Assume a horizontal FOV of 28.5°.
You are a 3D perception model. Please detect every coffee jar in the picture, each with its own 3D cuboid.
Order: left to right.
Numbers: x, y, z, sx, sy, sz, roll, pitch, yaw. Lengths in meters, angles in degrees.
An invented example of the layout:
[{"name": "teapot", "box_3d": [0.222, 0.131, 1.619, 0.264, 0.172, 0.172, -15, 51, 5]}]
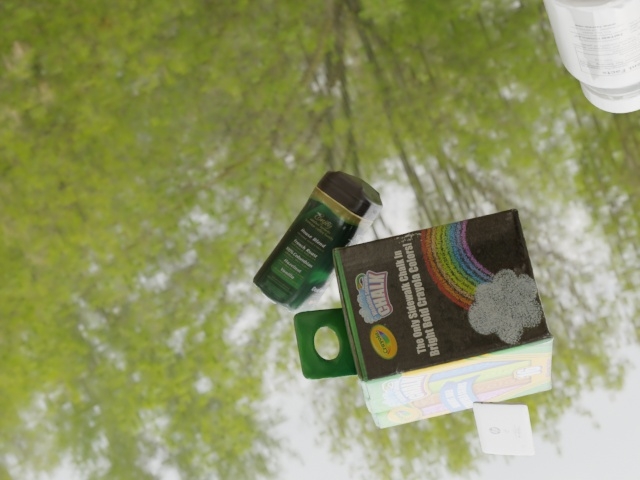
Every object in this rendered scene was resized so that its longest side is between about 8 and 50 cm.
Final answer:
[{"name": "coffee jar", "box_3d": [0.000, 0.000, 1.574, 0.184, 0.079, 0.096, -56, 163, 8]}]

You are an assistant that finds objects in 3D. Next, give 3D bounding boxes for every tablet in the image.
[{"name": "tablet", "box_3d": [0.183, 0.188, 1.260, 0.054, 0.083, 0.006, 0, -136, 17]}]

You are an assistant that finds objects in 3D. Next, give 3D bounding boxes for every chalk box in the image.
[{"name": "chalk box", "box_3d": [0.117, 0.104, 1.512, 0.289, 0.179, 0.180, -13, -118, 4]}]

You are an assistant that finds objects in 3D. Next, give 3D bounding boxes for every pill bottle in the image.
[{"name": "pill bottle", "box_3d": [0.321, -0.243, 1.387, 0.131, 0.229, 0.131, -9, -119, 17]}]
